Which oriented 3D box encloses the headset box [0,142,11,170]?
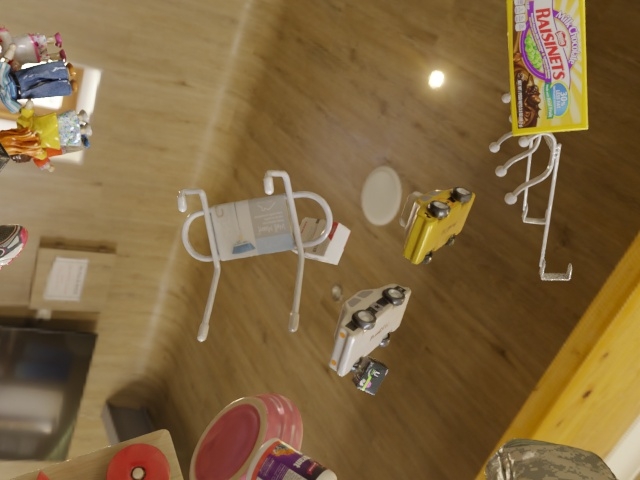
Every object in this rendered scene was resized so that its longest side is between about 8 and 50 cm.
[{"bbox_3d":[-0.658,-0.096,0.912,0.246,0.283,0.131,-45,-106,18],"label":"headset box"}]

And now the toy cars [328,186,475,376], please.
[{"bbox_3d":[0.120,0.044,1.022,0.087,0.176,0.393,29,-107,24],"label":"toy cars"}]

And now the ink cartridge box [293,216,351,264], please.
[{"bbox_3d":[0.000,0.000,1.639,0.135,0.056,0.099,12,-105,48],"label":"ink cartridge box"}]

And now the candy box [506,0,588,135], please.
[{"bbox_3d":[0.324,-0.257,0.904,0.105,0.027,0.205,-3,-82,16],"label":"candy box"}]

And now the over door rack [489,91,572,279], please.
[{"bbox_3d":[0.404,-0.106,1.241,0.239,0.108,0.324,-79,155,-56],"label":"over door rack"}]

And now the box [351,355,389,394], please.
[{"bbox_3d":[0.134,0.365,1.717,0.083,0.062,0.052,-62,-162,4],"label":"box"}]

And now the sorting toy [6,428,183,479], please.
[{"bbox_3d":[-0.304,0.413,0.878,0.255,0.257,0.089,64,-25,27],"label":"sorting toy"}]

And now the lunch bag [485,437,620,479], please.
[{"bbox_3d":[0.359,0.441,0.892,0.212,0.256,0.305,-58,179,17],"label":"lunch bag"}]

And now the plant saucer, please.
[{"bbox_3d":[-0.191,0.497,1.485,0.332,0.084,0.332,-33,-150,23],"label":"plant saucer"}]

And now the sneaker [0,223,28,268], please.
[{"bbox_3d":[-0.741,0.009,1.257,0.120,0.299,0.112,-108,-168,-54],"label":"sneaker"}]

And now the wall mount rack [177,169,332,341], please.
[{"bbox_3d":[-0.148,0.029,1.251,0.350,0.130,0.304,-9,-86,23],"label":"wall mount rack"}]

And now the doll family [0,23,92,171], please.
[{"bbox_3d":[-0.497,-0.237,1.083,0.118,0.163,0.262,24,-52,55],"label":"doll family"}]

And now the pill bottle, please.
[{"bbox_3d":[-0.036,0.469,1.204,0.194,0.108,0.108,23,-73,25],"label":"pill bottle"}]
